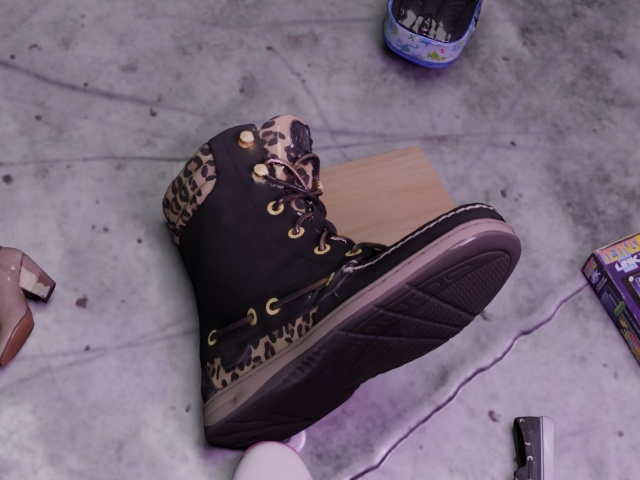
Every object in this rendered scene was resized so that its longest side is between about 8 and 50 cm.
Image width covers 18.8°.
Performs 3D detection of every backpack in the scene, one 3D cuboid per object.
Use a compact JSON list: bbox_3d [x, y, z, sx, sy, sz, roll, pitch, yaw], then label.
[{"bbox_3d":[0.121,-0.247,2.142,0.105,0.084,0.114,20,55,0],"label":"backpack"}]

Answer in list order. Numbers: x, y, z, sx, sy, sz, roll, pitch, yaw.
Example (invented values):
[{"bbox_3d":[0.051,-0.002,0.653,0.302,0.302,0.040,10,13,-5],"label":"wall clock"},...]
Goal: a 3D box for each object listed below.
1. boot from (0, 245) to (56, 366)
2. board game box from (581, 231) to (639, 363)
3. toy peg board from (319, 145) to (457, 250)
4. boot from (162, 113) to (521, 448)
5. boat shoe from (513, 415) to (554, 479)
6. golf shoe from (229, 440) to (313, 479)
[{"bbox_3d":[-0.321,0.060,1.912,0.087,0.042,0.118,24,59,9],"label":"boot"},{"bbox_3d":[0.387,0.050,2.061,0.170,0.048,0.141,-20,66,-21],"label":"board game box"},{"bbox_3d":[0.058,-0.001,2.014,0.161,0.079,0.160,-14,50,-19],"label":"toy peg board"},{"bbox_3d":[0.000,0.000,1.858,0.138,0.377,0.284,15,46,-44],"label":"boot"},{"bbox_3d":[0.210,0.238,1.924,0.040,0.049,0.142,7,54,-2],"label":"boat shoe"},{"bbox_3d":[-0.037,0.316,1.775,0.115,0.140,0.306,4,60,-8],"label":"golf shoe"}]
